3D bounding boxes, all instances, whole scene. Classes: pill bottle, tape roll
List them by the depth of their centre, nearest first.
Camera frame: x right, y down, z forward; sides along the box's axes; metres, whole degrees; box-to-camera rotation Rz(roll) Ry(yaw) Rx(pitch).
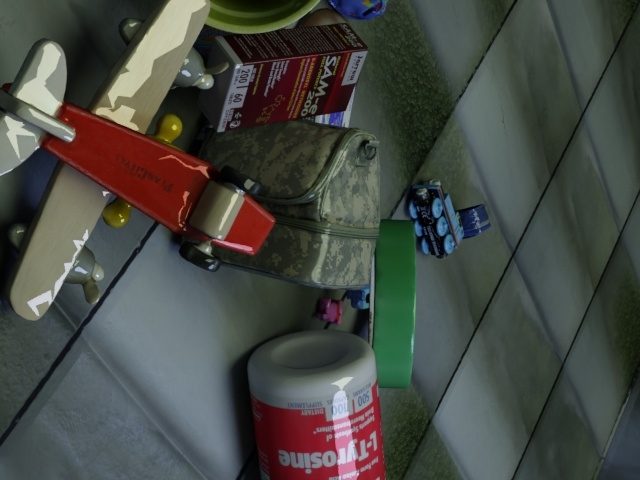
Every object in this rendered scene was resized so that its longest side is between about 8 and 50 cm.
[{"bbox_3d":[0.002,0.385,1.992,0.229,0.229,0.408,-28,118,-48],"label":"pill bottle"},{"bbox_3d":[0.134,0.120,2.105,0.321,0.077,0.321,1,90,-89],"label":"tape roll"}]

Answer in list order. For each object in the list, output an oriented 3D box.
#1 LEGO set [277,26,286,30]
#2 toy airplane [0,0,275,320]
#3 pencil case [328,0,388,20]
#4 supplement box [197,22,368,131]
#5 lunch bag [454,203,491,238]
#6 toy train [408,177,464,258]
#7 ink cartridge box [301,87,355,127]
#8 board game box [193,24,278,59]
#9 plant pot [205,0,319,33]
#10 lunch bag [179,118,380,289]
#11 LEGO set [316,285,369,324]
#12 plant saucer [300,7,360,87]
[{"bbox_3d":[-0.076,-0.374,1.915,0.083,0.023,0.054,-36,123,-29],"label":"LEGO set"},{"bbox_3d":[-0.288,-0.116,1.516,0.386,0.272,0.384,-19,104,-12],"label":"toy airplane"},{"bbox_3d":[0.125,-0.546,2.062,0.133,0.119,0.306,38,64,-18],"label":"pencil case"},{"bbox_3d":[-0.056,-0.248,1.670,0.239,0.073,0.130,-14,143,-33],"label":"supplement box"},{"bbox_3d":[0.326,-0.037,2.466,0.067,0.098,0.065,-23,96,-48],"label":"lunch bag"},{"bbox_3d":[0.248,-0.050,2.375,0.105,0.080,0.184,-58,136,-43],"label":"toy train"},{"bbox_3d":[0.002,-0.173,1.985,0.208,0.045,0.206,-41,143,-65],"label":"ink cartridge box"},{"bbox_3d":[-0.103,-0.301,1.771,0.210,0.160,0.047,20,82,-53],"label":"board game box"},{"bbox_3d":[-0.100,-0.457,1.641,0.254,0.276,0.276,-85,173,-75],"label":"plant pot"},{"bbox_3d":[-0.059,-0.073,1.763,0.212,0.305,0.256,8,94,-56],"label":"lunch bag"},{"bbox_3d":[0.043,0.056,2.098,0.093,0.087,0.227,-8,102,-59],"label":"LEGO set"},{"bbox_3d":[0.022,-0.328,2.041,0.198,0.036,0.199,-13,107,-51],"label":"plant saucer"}]
